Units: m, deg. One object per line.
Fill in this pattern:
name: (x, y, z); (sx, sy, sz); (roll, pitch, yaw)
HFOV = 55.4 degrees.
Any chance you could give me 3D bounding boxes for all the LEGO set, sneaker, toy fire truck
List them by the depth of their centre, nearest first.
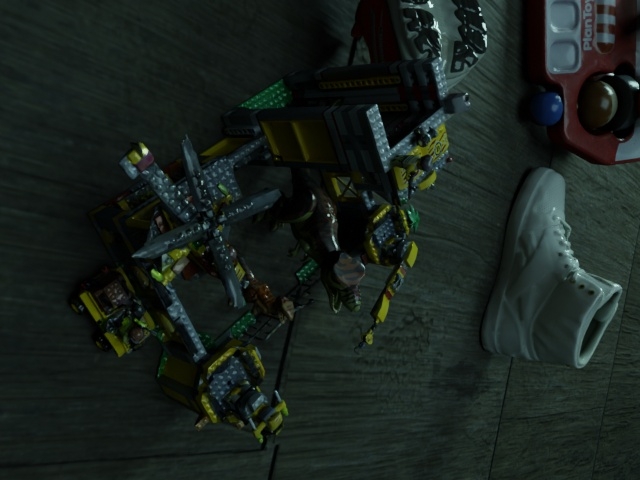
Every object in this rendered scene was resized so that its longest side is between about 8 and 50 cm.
LEGO set: (0.000, 0.000, 0.478); (0.331, 0.192, 0.254); (-33, 119, -38)
sneaker: (0.065, -0.243, 0.568); (0.107, 0.118, 0.279); (9, 65, -24)
sneaker: (0.351, 0.036, 0.868); (0.108, 0.169, 0.292); (25, 78, -44)
toy fire truck: (0.410, -0.263, 0.907); (0.254, 0.169, 0.302); (-8, 103, -21)
